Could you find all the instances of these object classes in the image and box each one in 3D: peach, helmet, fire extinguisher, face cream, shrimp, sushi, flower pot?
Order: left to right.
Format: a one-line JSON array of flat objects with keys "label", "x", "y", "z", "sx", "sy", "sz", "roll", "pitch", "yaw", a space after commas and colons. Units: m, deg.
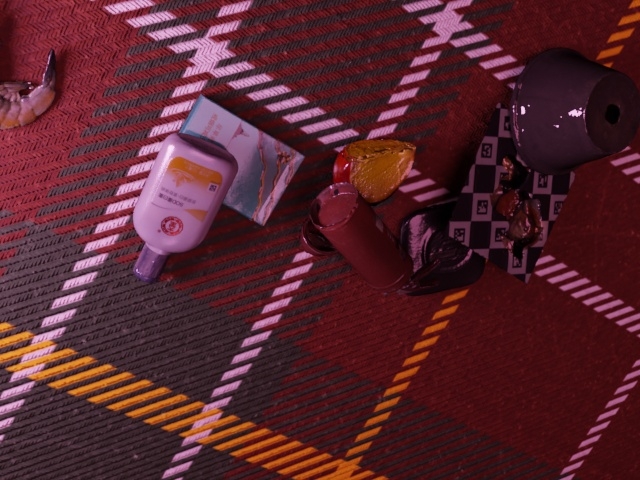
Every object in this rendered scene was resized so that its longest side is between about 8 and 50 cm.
[{"label": "shrimp", "x": -0.521, "y": -0.293, "z": 1.255, "sx": 0.150, "sy": 0.051, "sz": 0.217, "roll": -6, "pitch": 116, "yaw": -20}, {"label": "face cream", "x": -0.267, "y": -0.051, "z": 1.372, "sx": 0.143, "sy": 0.071, "sz": 0.291, "roll": 23, "pitch": 114, "yaw": -19}, {"label": "helmet", "x": 0.000, "y": 0.000, "z": 1.511, "sx": 0.111, "sy": 0.057, "sz": 0.089, "roll": -12, "pitch": 68, "yaw": -36}, {"label": "peach", "x": 0.100, "y": -0.146, "z": 1.481, "sx": 0.172, "sy": 0.092, "sz": 0.127, "roll": -37, "pitch": 122, "yaw": -13}, {"label": "fire extinguisher", "x": 0.126, "y": 0.015, "z": 1.479, "sx": 0.147, "sy": 0.107, "sz": 0.337, "roll": -28, "pitch": 134, "yaw": 18}, {"label": "sushi", "x": 0.390, "y": -0.092, "z": 1.598, "sx": 0.292, "sy": 0.059, "sz": 0.294, "roll": 31, "pitch": 82, "yaw": -32}, {"label": "flower pot", "x": 0.535, "y": -0.257, "z": 1.525, "sx": 0.268, "sy": 0.166, "sz": 0.269, "roll": -7, "pitch": 105, "yaw": -27}]

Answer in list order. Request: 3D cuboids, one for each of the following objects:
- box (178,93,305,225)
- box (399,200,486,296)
[{"label": "box", "x": -0.165, "y": -0.148, "z": 1.418, "sx": 0.229, "sy": 0.041, "sz": 0.162, "roll": 28, "pitch": 98, "yaw": -24}, {"label": "box", "x": 0.269, "y": 0.018, "z": 1.616, "sx": 0.212, "sy": 0.042, "sz": 0.201, "roll": -9, "pitch": 108, "yaw": -17}]
